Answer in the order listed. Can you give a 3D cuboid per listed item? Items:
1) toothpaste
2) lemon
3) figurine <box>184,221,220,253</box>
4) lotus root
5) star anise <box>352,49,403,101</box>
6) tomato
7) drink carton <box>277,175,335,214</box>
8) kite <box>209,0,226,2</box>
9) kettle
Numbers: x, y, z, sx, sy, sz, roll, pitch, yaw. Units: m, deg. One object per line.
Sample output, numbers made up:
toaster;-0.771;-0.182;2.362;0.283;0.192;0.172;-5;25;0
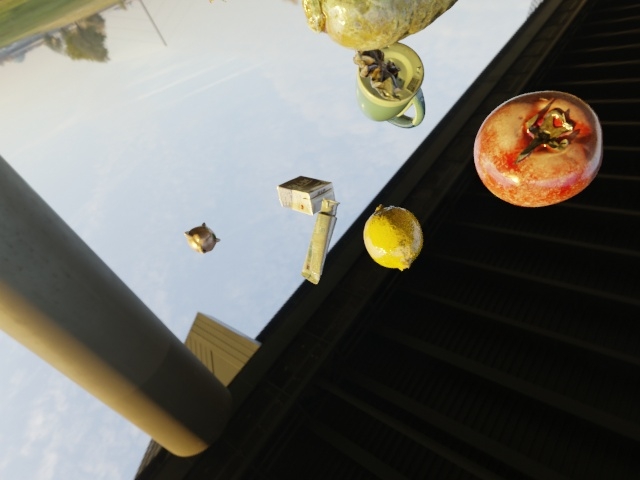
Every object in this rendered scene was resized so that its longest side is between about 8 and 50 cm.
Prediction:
toothpaste;0.000;0.000;1.462;0.114;0.073;0.298;23;-81;52
lemon;0.217;-0.006;1.215;0.174;0.173;0.206;-19;-115;9
figurine;-0.494;-0.007;1.715;0.125;0.125;0.138;-13;-171;16
lotus root;0.144;-0.462;0.749;0.350;0.174;0.175;-23;-143;2
star anise;0.161;-0.477;1.145;0.061;0.204;0.180;-35;-163;48
tomato;0.502;-0.208;0.968;0.271;0.227;0.269;-2;-101;12
drink carton;-0.059;-0.190;1.698;0.134;0.101;0.222;-28;-149;-32
kite;-0.285;-0.660;1.096;0.078;0.044;0.002;19;-127;32
kettle;0.287;-0.582;1.675;0.320;0.342;0.247;38;-96;4
